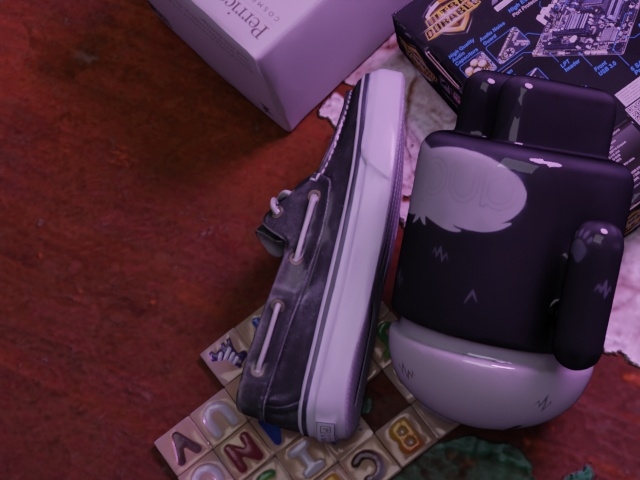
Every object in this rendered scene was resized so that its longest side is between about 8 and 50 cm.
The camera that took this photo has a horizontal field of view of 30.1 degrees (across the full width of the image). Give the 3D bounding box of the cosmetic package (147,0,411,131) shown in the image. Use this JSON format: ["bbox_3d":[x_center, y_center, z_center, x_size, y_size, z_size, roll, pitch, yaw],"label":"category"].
[{"bbox_3d":[0.019,-0.321,1.146,0.217,0.156,0.385,41,79,21],"label":"cosmetic package"}]

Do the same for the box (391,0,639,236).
[{"bbox_3d":[0.266,-0.180,1.085,0.295,0.073,0.293,-36,65,-5],"label":"box"}]

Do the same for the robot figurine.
[{"bbox_3d":[0.151,0.011,0.941,0.173,0.209,0.278,12,98,16],"label":"robot figurine"}]

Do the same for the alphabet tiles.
[{"bbox_3d":[-0.019,0.148,1.037,0.237,0.009,0.198,-37,66,-6],"label":"alphabet tiles"}]

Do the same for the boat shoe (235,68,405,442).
[{"bbox_3d":[0.000,0.000,1.023,0.119,0.121,0.335,9,71,10],"label":"boat shoe"}]
